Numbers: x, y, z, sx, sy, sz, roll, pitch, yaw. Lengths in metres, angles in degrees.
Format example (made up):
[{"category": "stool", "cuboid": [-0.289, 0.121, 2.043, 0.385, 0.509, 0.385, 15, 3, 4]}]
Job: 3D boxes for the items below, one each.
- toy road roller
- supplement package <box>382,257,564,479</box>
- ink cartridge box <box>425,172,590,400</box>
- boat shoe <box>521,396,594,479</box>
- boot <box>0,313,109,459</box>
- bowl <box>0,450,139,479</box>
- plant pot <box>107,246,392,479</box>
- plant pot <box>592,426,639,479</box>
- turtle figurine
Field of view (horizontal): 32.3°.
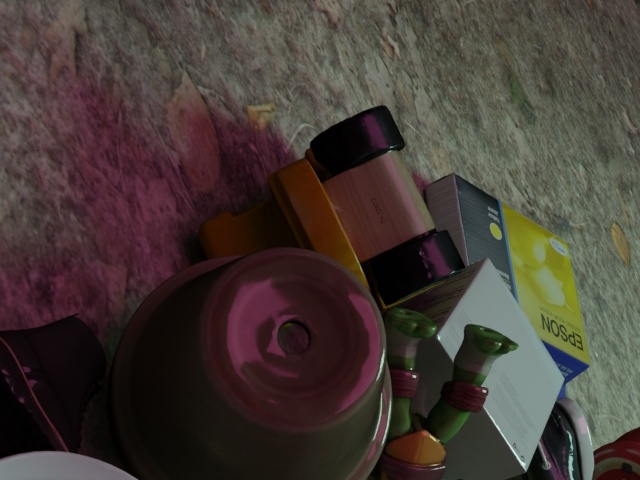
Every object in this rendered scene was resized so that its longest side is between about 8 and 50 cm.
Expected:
[{"category": "toy road roller", "cuboid": [0.000, 0.000, 1.244, 0.329, 0.240, 0.202, 99, -34, -85]}, {"category": "supplement package", "cuboid": [0.164, 0.166, 1.336, 0.194, 0.149, 0.203, 57, 34, -9]}, {"category": "ink cartridge box", "cuboid": [0.284, 0.090, 1.622, 0.303, 0.072, 0.307, 27, 45, -41]}, {"category": "boat shoe", "cuboid": [0.313, 0.362, 1.451, 0.091, 0.114, 0.302, -10, 82, -15]}, {"category": "boot", "cuboid": [-0.208, 0.155, 0.935, 0.137, 0.077, 0.198, -19, 83, -61]}, {"category": "bowl", "cuboid": [-0.207, 0.309, 0.768, 0.298, 0.134, 0.298, 32, 43, -37]}, {"category": "plant pot", "cuboid": [-0.044, 0.115, 0.943, 0.263, 0.229, 0.263, 5, 70, -13]}, {"category": "plant pot", "cuboid": [0.458, 0.349, 1.512, 0.174, 0.191, 0.191, 0, 67, -49]}, {"category": "turtle figurine", "cuboid": [0.103, 0.219, 1.117, 0.274, 0.198, 0.266, -5, 111, -65]}]
